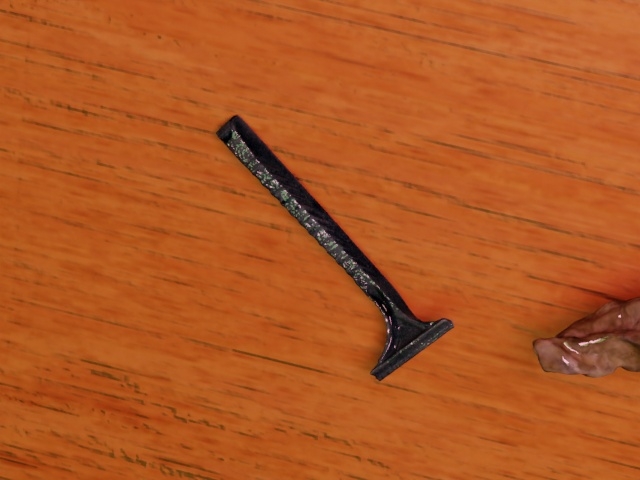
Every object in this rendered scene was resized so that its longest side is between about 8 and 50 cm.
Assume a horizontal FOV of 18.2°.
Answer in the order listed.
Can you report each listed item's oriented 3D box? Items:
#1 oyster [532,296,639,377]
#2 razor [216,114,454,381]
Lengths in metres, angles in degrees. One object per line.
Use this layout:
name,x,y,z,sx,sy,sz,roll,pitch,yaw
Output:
oyster,0.341,0.076,1.171,0.396,0.111,0.204,28,76,10
razor,0.002,-0.002,1.262,0.066,0.033,0.190,-39,94,24
